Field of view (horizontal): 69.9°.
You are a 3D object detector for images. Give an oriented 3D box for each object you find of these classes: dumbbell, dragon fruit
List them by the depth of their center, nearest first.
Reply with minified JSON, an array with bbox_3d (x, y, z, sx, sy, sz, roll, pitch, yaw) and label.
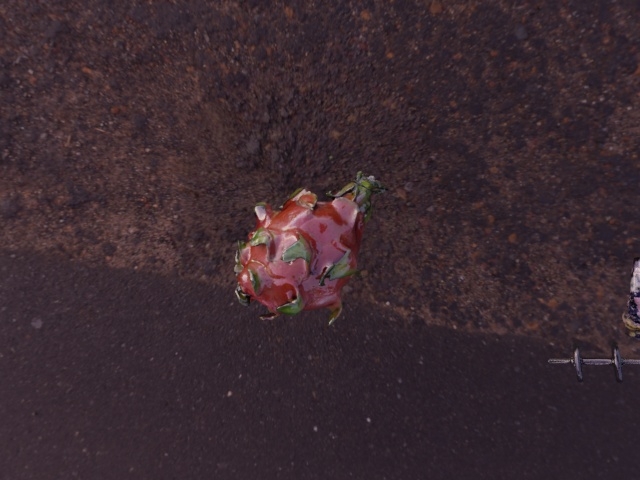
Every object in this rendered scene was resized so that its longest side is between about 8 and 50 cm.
[{"bbox_3d":[0.001,0.004,0.542,0.135,0.236,0.137,30,138,28],"label":"dragon fruit"},{"bbox_3d":[0.461,0.202,0.764,0.147,0.069,0.069,-7,97,29],"label":"dumbbell"}]

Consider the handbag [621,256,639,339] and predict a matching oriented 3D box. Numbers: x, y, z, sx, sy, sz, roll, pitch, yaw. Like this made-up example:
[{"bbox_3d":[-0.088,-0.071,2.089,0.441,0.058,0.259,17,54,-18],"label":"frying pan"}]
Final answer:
[{"bbox_3d":[0.445,0.069,0.426,0.229,0.208,0.126,3,93,-11],"label":"handbag"}]
